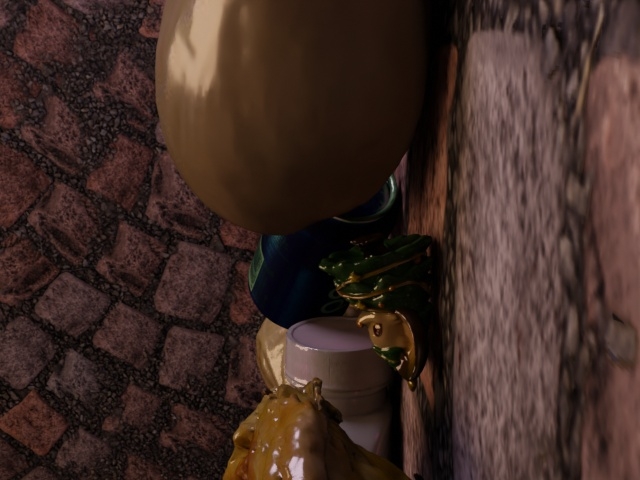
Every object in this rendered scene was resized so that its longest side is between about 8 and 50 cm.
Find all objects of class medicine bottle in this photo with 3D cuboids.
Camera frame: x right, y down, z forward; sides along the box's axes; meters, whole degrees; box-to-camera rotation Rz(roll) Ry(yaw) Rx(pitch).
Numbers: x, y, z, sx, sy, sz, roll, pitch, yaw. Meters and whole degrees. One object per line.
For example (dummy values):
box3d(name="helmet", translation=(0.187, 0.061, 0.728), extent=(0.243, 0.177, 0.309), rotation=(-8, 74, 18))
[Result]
box3d(name="medicine bottle", translation=(0.020, 0.230, 0.832), extent=(0.161, 0.111, 0.296), rotation=(-98, 6, -79))

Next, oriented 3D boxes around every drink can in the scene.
box3d(name="drink can", translation=(0.000, 0.000, 0.836), extent=(0.205, 0.118, 0.118), rotation=(116, 158, -53))

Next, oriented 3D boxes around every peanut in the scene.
box3d(name="peanut", translation=(-0.004, 0.115, 1.064), extent=(0.313, 0.152, 0.152), rotation=(-89, 0, -52))

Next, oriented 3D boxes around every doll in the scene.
box3d(name="doll", translation=(0.060, 0.043, 0.586), extent=(0.113, 0.076, 0.078), rotation=(57, 174, -8))

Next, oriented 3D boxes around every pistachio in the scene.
box3d(name="pistachio", translation=(-0.023, -0.147, 0.613), extent=(0.226, 0.208, 0.332), rotation=(40, 147, 22))

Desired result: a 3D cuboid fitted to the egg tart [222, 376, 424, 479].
box3d(name="egg tart", translation=(0.008, 0.256, 0.530), extent=(0.352, 0.150, 0.352), rotation=(-178, 90, -83))
